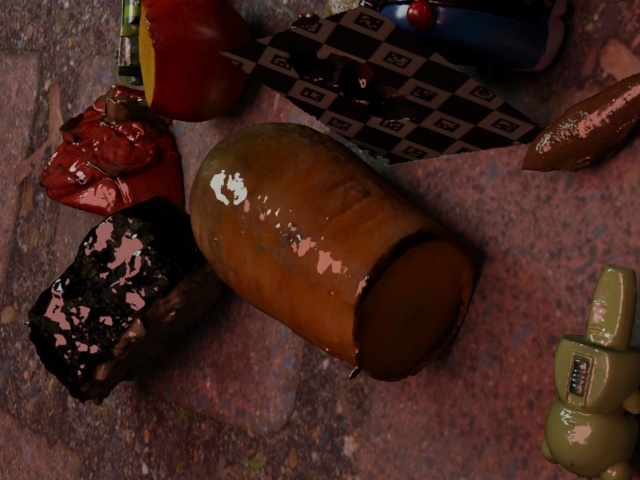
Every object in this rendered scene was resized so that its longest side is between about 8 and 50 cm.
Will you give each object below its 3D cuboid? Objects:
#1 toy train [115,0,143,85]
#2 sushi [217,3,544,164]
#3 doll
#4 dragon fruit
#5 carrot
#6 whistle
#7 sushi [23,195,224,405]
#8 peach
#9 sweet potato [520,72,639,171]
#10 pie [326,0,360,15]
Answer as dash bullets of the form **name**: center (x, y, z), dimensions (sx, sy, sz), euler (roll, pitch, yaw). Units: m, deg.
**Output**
- **toy train**: center (-0.273, -0.342, 1.771), dimensions (0.132, 0.083, 0.200), euler (157, 112, -79)
- **sushi**: center (0.074, -0.179, 1.271), dimensions (0.264, 0.290, 0.050), euler (-6, 61, 49)
- **doll**: center (0.155, -0.351, 1.227), dimensions (0.284, 0.240, 0.309), euler (9, 90, 18)
- **dragon fruit**: center (-0.349, -0.148, 1.815), dimensions (0.317, 0.152, 0.205), euler (16, 96, 48)
- **carrot**: center (0.000, 0.000, 1.360), dimensions (0.341, 0.224, 0.224), euler (34, 110, 41)
- **whistle**: center (0.275, 0.136, 1.137), dimensions (0.105, 0.085, 0.227), euler (14, 97, 47)
- **sushi**: center (-0.280, 0.094, 1.668), dimensions (0.350, 0.211, 0.170), euler (-45, 72, 31)
- **peach**: center (-0.193, -0.264, 1.624), dimensions (0.190, 0.192, 0.190), euler (-21, 58, 39)
- **sweet potato**: center (0.290, -0.121, 1.177), dimensions (0.068, 0.060, 0.206), euler (48, 127, -5)
- **pie**: center (0.037, -0.322, 1.506), dimensions (0.085, 0.017, 0.085), euler (-7, 81, 46)
